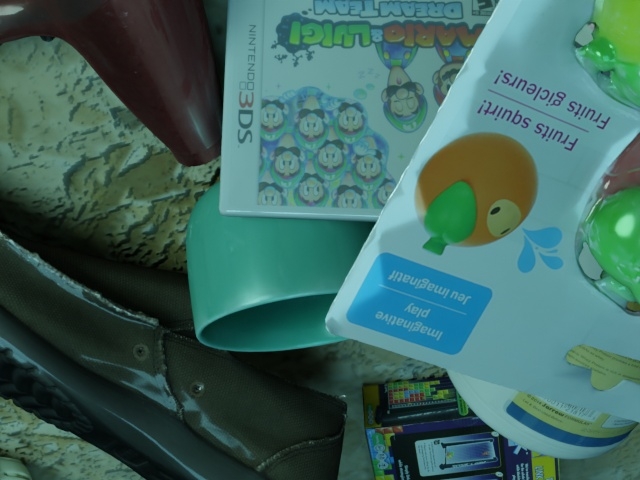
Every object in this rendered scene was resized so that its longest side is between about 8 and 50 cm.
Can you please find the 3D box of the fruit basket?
[{"bbox_3d":[0.219,-0.052,0.526,0.327,0.165,0.353,19,108,-23],"label":"fruit basket"}]

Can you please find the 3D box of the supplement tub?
[{"bbox_3d":[0.177,0.023,0.726,0.144,0.144,0.200,19,127,-15],"label":"supplement tub"}]

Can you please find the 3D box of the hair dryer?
[{"bbox_3d":[-0.169,-0.138,0.664,0.293,0.080,0.223,31,139,-16],"label":"hair dryer"}]

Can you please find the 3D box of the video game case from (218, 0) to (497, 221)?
[{"bbox_3d":[0.024,-0.082,0.664,0.157,0.019,0.143,2,84,-2],"label":"video game case"}]

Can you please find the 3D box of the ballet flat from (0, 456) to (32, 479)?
[{"bbox_3d":[-0.244,0.216,0.945,0.073,0.080,0.232,-40,125,-4],"label":"ballet flat"}]

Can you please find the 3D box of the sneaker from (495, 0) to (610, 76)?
[{"bbox_3d":[0.194,-0.146,0.611,0.319,0.112,0.131,27,127,-21],"label":"sneaker"}]

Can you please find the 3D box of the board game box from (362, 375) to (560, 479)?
[{"bbox_3d":[0.113,0.178,0.914,0.141,0.048,0.170,-8,128,4],"label":"board game box"}]

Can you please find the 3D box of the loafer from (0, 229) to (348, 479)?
[{"bbox_3d":[-0.131,0.073,0.804,0.366,0.130,0.134,38,154,-16],"label":"loafer"}]

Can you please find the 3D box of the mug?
[{"bbox_3d":[-0.004,0.003,0.729,0.157,0.097,0.129,-8,161,-5],"label":"mug"}]
